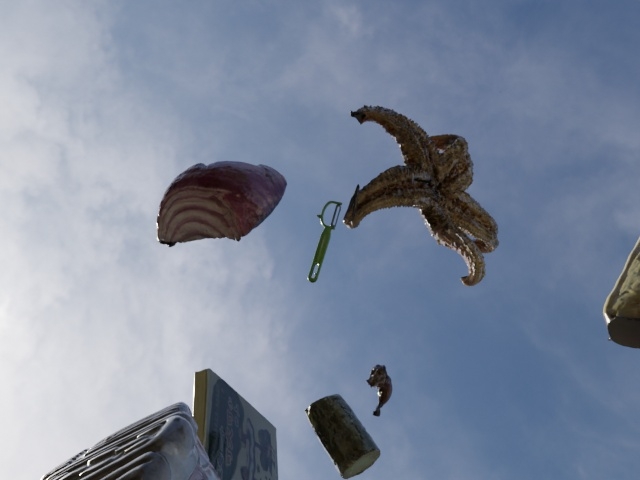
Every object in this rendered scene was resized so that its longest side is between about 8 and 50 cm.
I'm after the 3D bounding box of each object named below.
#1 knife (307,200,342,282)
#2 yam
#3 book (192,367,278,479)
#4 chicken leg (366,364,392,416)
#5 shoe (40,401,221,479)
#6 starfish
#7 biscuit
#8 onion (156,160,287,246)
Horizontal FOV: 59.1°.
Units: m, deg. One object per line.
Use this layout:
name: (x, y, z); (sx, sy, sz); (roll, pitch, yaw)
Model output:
knife: (0.000, 0.000, 1.378); (0.054, 0.015, 0.212); (15, -102, 4)
yam: (0.045, 0.446, 1.321); (0.194, 0.107, 0.107); (50, -62, 39)
book: (-0.185, 0.491, 1.307); (0.043, 0.260, 0.371); (-20, -44, 13)
chicken leg: (0.139, 0.341, 1.306); (0.062, 0.145, 0.037); (-24, -60, 10)
shoe: (-0.126, 0.245, 0.422); (0.171, 0.351, 0.198); (-28, -94, -6)
starfish: (0.167, -0.066, 0.876); (0.113, 0.303, 0.312); (-40, -116, 46)
biscuit: (0.338, 0.028, 0.562); (0.056, 0.188, 0.052); (-4, -56, 52)
onion: (-0.194, -0.102, 1.059); (0.250, 0.247, 0.111); (-6, -56, 31)
